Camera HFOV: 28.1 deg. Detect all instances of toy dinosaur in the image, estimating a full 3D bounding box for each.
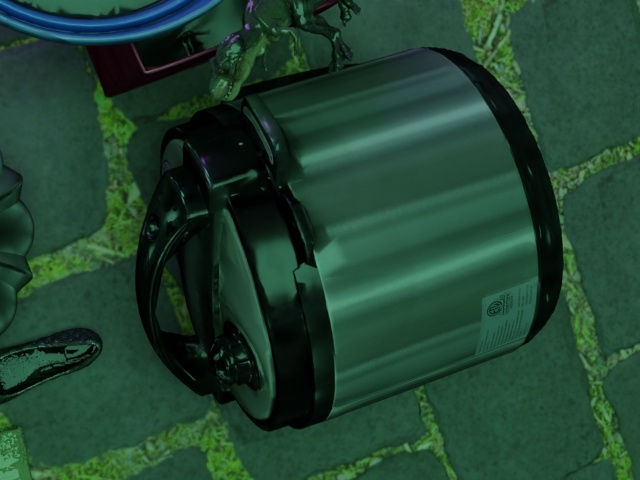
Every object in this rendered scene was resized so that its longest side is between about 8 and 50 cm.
[{"bbox_3d":[-0.017,-0.233,1.251,0.118,0.064,0.268,34,62,-23],"label":"toy dinosaur"}]

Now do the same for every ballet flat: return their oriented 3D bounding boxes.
[{"bbox_3d":[-0.330,0.142,1.448,0.173,0.049,0.058,-24,97,-16],"label":"ballet flat"}]

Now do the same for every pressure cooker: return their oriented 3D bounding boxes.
[{"bbox_3d":[0.003,0.003,1.384,0.420,0.375,0.370,-19,99,-17],"label":"pressure cooker"}]

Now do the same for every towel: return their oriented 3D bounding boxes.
[{"bbox_3d":[-0.397,0.275,1.440,0.148,0.027,0.110,-16,94,-16],"label":"towel"}]

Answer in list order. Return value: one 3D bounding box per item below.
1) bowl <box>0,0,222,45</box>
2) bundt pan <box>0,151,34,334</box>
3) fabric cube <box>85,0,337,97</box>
[{"bbox_3d":[-0.222,-0.374,1.196,0.391,0.077,0.391,0,90,-18],"label":"bowl"},{"bbox_3d":[-0.428,0.001,1.306,0.330,0.124,0.331,1,89,-47],"label":"bundt pan"},{"bbox_3d":[-0.149,-0.326,1.393,0.254,0.258,0.259,-24,98,-15],"label":"fabric cube"}]
